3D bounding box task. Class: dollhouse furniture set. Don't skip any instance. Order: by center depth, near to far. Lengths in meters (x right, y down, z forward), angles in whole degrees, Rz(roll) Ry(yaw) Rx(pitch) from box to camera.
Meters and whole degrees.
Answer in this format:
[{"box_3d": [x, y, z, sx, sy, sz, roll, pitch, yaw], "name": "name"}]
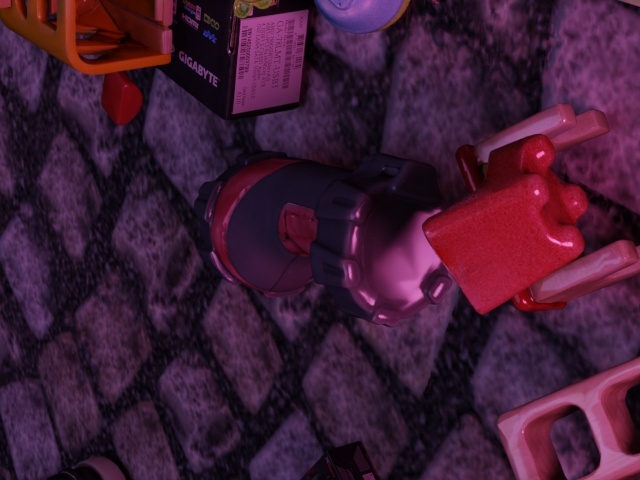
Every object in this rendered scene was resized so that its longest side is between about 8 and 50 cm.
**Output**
[{"box_3d": [0.123, 0.120, 1.047, 0.152, 0.201, 0.374, -26, 77, 24], "name": "dollhouse furniture set"}]

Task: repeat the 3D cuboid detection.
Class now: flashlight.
[{"box_3d": [0.000, 0.000, 1.253, 0.103, 0.103, 0.304, 57, 170, -15], "name": "flashlight"}]

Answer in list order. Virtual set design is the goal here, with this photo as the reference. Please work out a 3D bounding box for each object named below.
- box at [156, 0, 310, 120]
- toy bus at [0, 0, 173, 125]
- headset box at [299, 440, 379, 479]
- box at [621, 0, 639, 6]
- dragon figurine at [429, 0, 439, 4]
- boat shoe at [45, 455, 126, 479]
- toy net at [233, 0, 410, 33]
[{"box_3d": [-0.104, -0.277, 1.412, 0.295, 0.073, 0.293, 39, 130, 44], "name": "box"}, {"box_3d": [-0.187, -0.188, 1.408, 0.202, 0.104, 0.191, -45, 63, 53], "name": "toy bus"}, {"box_3d": [0.013, 0.193, 1.429, 0.083, 0.032, 0.062, -50, 59, 48], "name": "headset box"}, {"box_3d": [0.094, -0.261, 1.012, 0.322, 0.058, 0.232, 21, 121, 21], "name": "box"}, {"box_3d": [0.089, -0.246, 1.123, 0.144, 0.085, 0.289, 40, 130, 43], "name": "dragon figurine"}, {"box_3d": [-0.216, 0.368, 1.751, 0.127, 0.113, 0.340, 18, 115, 52], "name": "boat shoe"}, {"box_3d": [0.007, -0.251, 1.255, 0.122, 0.045, 0.232, 13, 104, 23], "name": "toy net"}]
